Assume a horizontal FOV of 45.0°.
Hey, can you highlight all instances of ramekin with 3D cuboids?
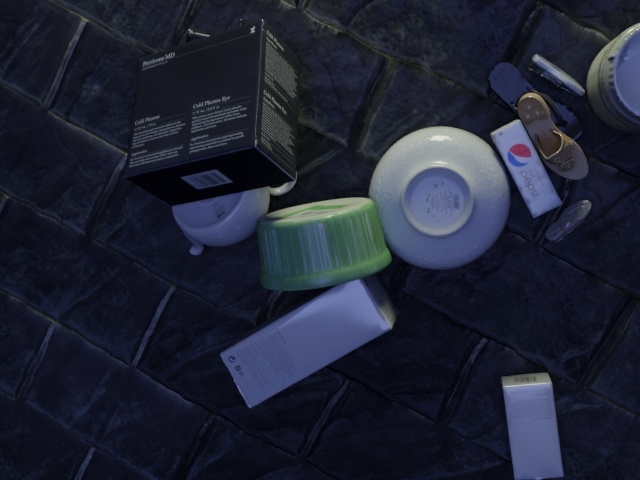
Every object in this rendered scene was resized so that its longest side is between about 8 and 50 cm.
[{"bbox_3d":[0.000,0.000,1.742,0.303,0.303,0.148,-8,100,11],"label":"ramekin"}]

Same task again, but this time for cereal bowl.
[{"bbox_3d":[0.270,-0.095,1.775,0.339,0.141,0.339,1,95,11],"label":"cereal bowl"}]

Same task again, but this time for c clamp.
[{"bbox_3d":[-0.273,-0.480,1.898,0.161,0.022,0.137,7,102,8],"label":"c clamp"}]

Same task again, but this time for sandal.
[{"bbox_3d":[0.483,-0.304,1.755,0.254,0.054,0.097,38,101,5],"label":"sandal"},{"bbox_3d":[0.507,-0.211,1.715,0.088,0.079,0.240,-26,109,39],"label":"sandal"}]

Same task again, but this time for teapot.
[{"bbox_3d":[-0.213,-0.089,1.848,0.256,0.187,0.252,7,73,32],"label":"teapot"}]

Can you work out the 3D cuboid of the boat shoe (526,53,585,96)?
[{"bbox_3d":[0.532,-0.366,1.748,0.142,0.049,0.040,38,120,6],"label":"boat shoe"}]

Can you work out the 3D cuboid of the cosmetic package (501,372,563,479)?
[{"bbox_3d":[0.497,0.436,1.817,0.117,0.085,0.231,-6,97,11],"label":"cosmetic package"}]

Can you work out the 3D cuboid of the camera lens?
[{"bbox_3d":[0.682,-0.336,1.602,0.219,0.274,0.219,1,96,10],"label":"camera lens"}]

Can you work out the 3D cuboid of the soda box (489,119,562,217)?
[{"bbox_3d":[0.467,-0.165,1.760,0.074,0.069,0.216,-27,95,12],"label":"soda box"}]

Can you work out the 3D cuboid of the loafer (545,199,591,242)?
[{"bbox_3d":[0.573,-0.043,1.779,0.125,0.039,0.045,-43,54,9],"label":"loafer"}]

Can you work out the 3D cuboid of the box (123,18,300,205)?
[{"bbox_3d":[-0.234,-0.274,1.719,0.343,0.179,0.312,-9,67,25],"label":"box"}]

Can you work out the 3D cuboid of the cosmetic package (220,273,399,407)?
[{"bbox_3d":[-0.018,0.216,1.825,0.385,0.217,0.156,-30,90,14],"label":"cosmetic package"}]
